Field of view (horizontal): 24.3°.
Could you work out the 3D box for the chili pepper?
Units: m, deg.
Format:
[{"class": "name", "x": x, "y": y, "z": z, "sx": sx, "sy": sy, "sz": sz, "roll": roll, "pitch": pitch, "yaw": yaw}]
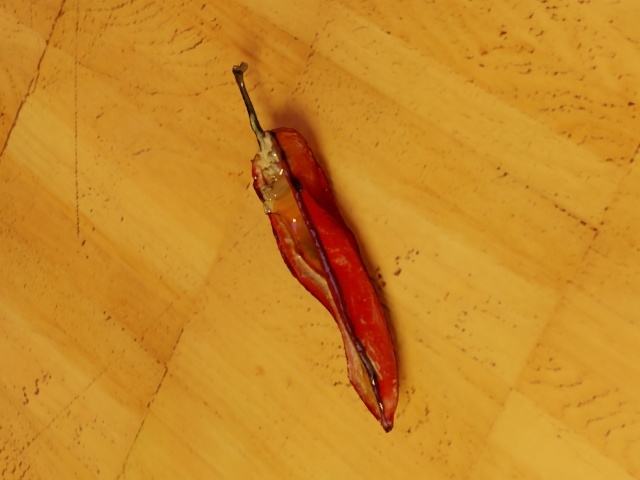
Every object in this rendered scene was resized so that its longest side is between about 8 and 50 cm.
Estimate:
[{"class": "chili pepper", "x": 0.000, "y": 0.000, "z": 0.941, "sx": 0.268, "sy": 0.050, "sz": 0.059, "roll": 63, "pitch": 143, "yaw": 22}]
